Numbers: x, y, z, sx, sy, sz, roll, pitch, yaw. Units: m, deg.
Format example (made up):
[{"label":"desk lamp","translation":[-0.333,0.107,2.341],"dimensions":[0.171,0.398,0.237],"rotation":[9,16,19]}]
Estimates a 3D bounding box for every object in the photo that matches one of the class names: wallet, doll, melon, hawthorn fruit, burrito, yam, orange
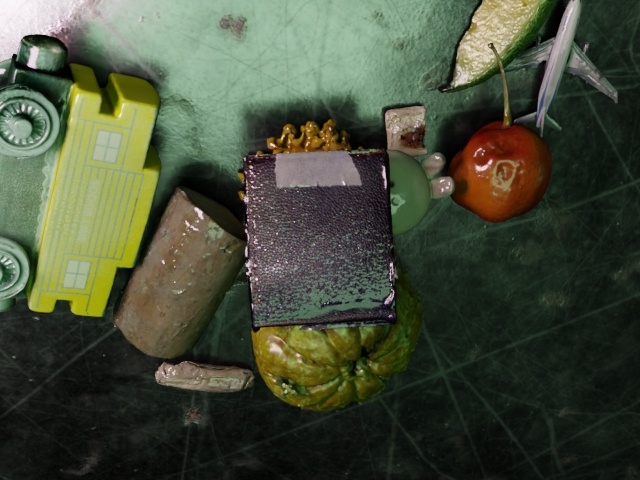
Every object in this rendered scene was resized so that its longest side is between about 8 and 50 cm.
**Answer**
[{"label":"wallet","translation":[0.000,0.000,1.134],"dimensions":[0.221,0.071,0.262],"rotation":[-3,92,3]},{"label":"doll","translation":[0.068,-0.068,1.214],"dimensions":[0.275,0.113,0.154],"rotation":[-18,93,-1]},{"label":"melon","translation":[0.273,-0.330,1.195],"dimensions":[0.114,0.053,0.261],"rotation":[37,111,3]},{"label":"hawthorn fruit","translation":[0.293,-0.169,1.222],"dimensions":[0.165,0.165,0.285],"rotation":[0,116,-7]},{"label":"burrito","translation":[-0.209,0.252,1.425],"dimensions":[0.188,0.045,0.058],"rotation":[10,139,-14]},{"label":"yam","translation":[-0.221,0.049,1.263],"dimensions":[0.161,0.161,0.268],"rotation":[25,109,-18]},{"label":"orange","translation":[0.025,0.140,1.297],"dimensions":[0.301,0.223,0.300],"rotation":[-42,140,11]}]

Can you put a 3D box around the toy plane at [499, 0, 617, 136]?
[{"label":"toy plane","translation":[0.377,-0.279,1.232],"dimensions":[0.226,0.058,0.226],"rotation":[10,110,1]}]

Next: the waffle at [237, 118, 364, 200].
[{"label":"waffle","translation":[-0.017,-0.082,1.285],"dimensions":[0.229,0.051,0.231],"rotation":[-34,114,13]}]

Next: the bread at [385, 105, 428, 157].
[{"label":"bread","translation":[0.141,-0.178,1.265],"dimensions":[0.070,0.035,0.083],"rotation":[-4,119,-4]}]

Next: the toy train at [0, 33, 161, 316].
[{"label":"toy train","translation":[-0.389,-0.077,1.162],"dimensions":[0.272,0.179,0.442],"rotation":[8,116,-28]}]
